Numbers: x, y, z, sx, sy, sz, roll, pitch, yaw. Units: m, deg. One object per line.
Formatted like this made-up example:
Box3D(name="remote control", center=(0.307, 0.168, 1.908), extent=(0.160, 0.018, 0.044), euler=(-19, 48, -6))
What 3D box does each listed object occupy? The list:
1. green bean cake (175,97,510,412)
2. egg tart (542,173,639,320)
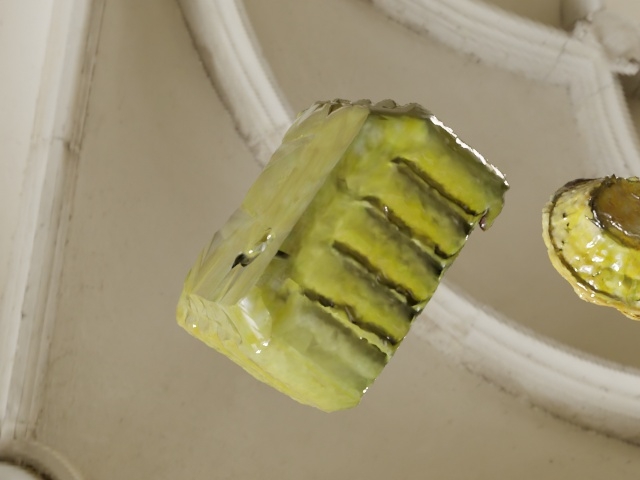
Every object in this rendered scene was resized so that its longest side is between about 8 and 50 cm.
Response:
Box3D(name="green bean cake", center=(0.000, 0.000, 0.787), extent=(0.124, 0.233, 0.236), euler=(38, -100, -22))
Box3D(name="egg tart", center=(0.370, -0.006, 1.187), extent=(0.213, 0.090, 0.212), euler=(7, -127, -10))
